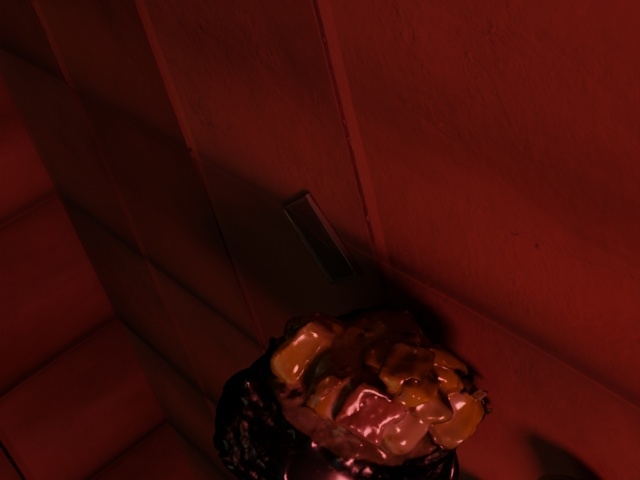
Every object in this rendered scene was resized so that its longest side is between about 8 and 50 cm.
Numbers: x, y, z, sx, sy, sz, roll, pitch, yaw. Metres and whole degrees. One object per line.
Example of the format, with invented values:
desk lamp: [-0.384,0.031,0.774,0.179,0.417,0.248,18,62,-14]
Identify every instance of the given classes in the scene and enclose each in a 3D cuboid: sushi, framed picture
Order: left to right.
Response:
framed picture: [0.000,0.000,1.462,0.149,0.011,0.109,58,156,-5]
sushi: [0.044,0.214,1.312,0.328,0.328,0.285,39,115,42]

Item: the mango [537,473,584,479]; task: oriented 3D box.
mango: [0.351,0.393,1.202,0.233,0.111,0.125,55,152,2]
